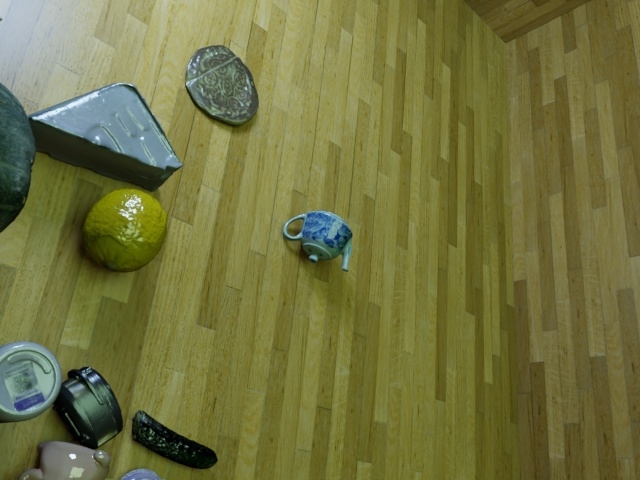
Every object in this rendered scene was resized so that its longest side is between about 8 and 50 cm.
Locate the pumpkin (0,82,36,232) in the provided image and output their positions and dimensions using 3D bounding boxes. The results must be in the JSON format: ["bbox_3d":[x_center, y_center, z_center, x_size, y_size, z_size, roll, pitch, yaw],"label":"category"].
[{"bbox_3d":[-0.676,-0.160,1.078,0.257,0.291,0.328,36,36,-65],"label":"pumpkin"}]

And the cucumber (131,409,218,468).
[{"bbox_3d":[-0.329,0.467,1.364,0.245,0.067,0.067,43,50,-29],"label":"cucumber"}]

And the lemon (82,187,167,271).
[{"bbox_3d":[-0.435,-0.024,1.343,0.180,0.180,0.193,27,80,-36],"label":"lemon"}]

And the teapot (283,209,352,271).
[{"bbox_3d":[0.000,0.000,1.798,0.232,0.159,0.159,27,54,-4],"label":"teapot"}]

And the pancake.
[{"bbox_3d":[-0.278,-0.449,1.744,0.250,0.031,0.250,17,64,-40],"label":"pancake"}]

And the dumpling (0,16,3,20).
[{"bbox_3d":[-0.729,-0.482,1.299,0.059,0.043,0.077,34,55,-6],"label":"dumpling"}]

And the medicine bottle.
[{"bbox_3d":[-0.568,0.258,1.081,0.135,0.215,0.135,17,66,-41],"label":"medicine bottle"}]

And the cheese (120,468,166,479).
[{"bbox_3d":[-0.409,0.543,1.272,0.191,0.042,0.105,8,70,-41],"label":"cheese"}]

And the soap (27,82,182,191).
[{"bbox_3d":[-0.495,-0.193,1.357,0.302,0.159,0.258,-40,107,-43],"label":"soap"}]

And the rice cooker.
[{"bbox_3d":[-0.474,0.341,1.225,0.106,0.112,0.165,-41,105,-38],"label":"rice cooker"}]

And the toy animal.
[{"bbox_3d":[-0.495,0.485,1.128,0.171,0.171,0.198,38,49,-31],"label":"toy animal"}]
